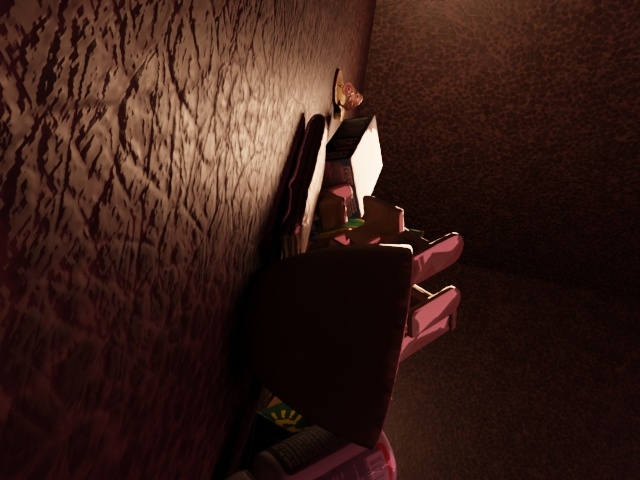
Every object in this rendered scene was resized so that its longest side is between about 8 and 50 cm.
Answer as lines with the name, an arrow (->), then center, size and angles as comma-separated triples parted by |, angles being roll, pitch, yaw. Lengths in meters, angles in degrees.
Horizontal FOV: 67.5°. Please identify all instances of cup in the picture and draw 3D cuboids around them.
cup -> 0.002, 0.146, 0.799 | 0.331, 0.236, 0.331 | 12, 90, -86

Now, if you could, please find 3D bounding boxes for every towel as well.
towel -> -0.034, -0.091, 0.970 | 0.187, 0.049, 0.282 | 96, 6, -61

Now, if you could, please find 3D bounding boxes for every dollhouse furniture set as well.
dollhouse furniture set -> 0.180, 0.076, 1.142 | 0.256, 0.362, 0.394 | -24, 124, -28

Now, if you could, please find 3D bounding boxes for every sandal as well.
sandal -> 0.084, -0.416, 1.394 | 0.240, 0.079, 0.088 | 79, 22, -78

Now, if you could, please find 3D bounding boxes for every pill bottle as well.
pill bottle -> -0.023, 0.419, 0.830 | 0.161, 0.283, 0.161 | 30, -53, 50

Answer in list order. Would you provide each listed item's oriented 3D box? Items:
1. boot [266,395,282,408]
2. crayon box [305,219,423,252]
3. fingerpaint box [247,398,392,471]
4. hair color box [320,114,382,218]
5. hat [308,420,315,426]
boot -> -0.099, 0.525, 1.352 | 0.262, 0.095, 0.204 | -40, 141, -73
crayon box -> 0.112, 0.047, 1.365 | 0.083, 0.322, 0.203 | -72, 172, -65
fingerpaint box -> -0.018, 0.618, 1.230 | 0.371, 0.163, 0.445 | -2, 106, -51
hair color box -> 0.089, -0.216, 1.360 | 0.347, 0.105, 0.174 | -64, 146, -55
hat -> -0.054, 0.261, 1.087 | 0.331, 0.133, 0.332 | -2, 90, -80
